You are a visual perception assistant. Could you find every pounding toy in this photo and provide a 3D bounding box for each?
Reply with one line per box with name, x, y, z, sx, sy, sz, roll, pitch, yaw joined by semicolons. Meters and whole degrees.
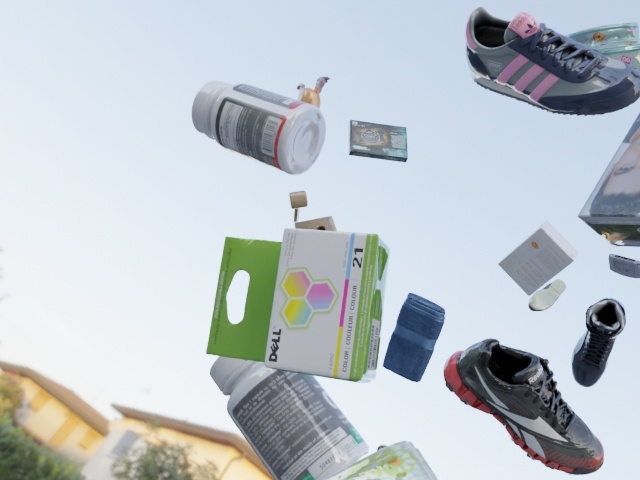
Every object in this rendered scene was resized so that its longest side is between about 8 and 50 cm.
pounding toy;-0.002;-0.009;1.225;0.094;0.181;0.206;-11;-62;-2

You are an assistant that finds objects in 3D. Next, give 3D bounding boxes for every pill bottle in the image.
pill bottle;-0.078;0.386;1.347;0.361;0.204;0.204;48;-27;20
pill bottle;-0.144;-0.264;1.376;0.283;0.161;0.161;24;-33;28

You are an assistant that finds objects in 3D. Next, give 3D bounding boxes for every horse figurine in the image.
horse figurine;-0.054;-0.318;1.556;0.066;0.263;0.174;28;5;-22

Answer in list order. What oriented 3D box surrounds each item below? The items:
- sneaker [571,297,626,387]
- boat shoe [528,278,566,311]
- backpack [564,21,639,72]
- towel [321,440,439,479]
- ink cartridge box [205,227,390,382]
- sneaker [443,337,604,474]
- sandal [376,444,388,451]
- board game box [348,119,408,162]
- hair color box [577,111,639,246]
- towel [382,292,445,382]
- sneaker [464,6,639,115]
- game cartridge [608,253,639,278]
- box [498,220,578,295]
sneaker;0.641;0.237;1.404;0.086;0.226;0.163;20;2;26
boat shoe;0.537;0.137;1.448;0.049;0.137;0.043;53;-36;13
backpack;0.505;-0.309;1.078;0.166;0.188;0.144;-6;-74;-1
towel;0.046;0.424;0.646;0.374;0.321;0.090;-124;-167;-52
ink cartridge box;-0.047;0.082;0.823;0.255;0.188;0.097;4;-11;17
sneaker;0.327;0.250;0.930;0.276;0.097;0.135;38;-42;12
sandal;0.194;0.625;1.619;0.072;0.049;0.180;6;-70;57
board game box;0.181;-0.313;1.901;0.186;0.126;0.026;6;-28;-8
hair color box;0.677;-0.167;1.147;0.114;0.374;0.185;35;-8;-15
towel;0.137;0.142;0.880;0.067;0.029;0.119;25;-75;28
sneaker;0.354;-0.293;0.967;0.319;0.112;0.131;31;-20;45
game cartridge;0.782;0.067;1.548;0.083;0.017;0.056;23;-41;51
box;0.625;0.051;1.736;0.130;0.091;0.170;48;-57;10
